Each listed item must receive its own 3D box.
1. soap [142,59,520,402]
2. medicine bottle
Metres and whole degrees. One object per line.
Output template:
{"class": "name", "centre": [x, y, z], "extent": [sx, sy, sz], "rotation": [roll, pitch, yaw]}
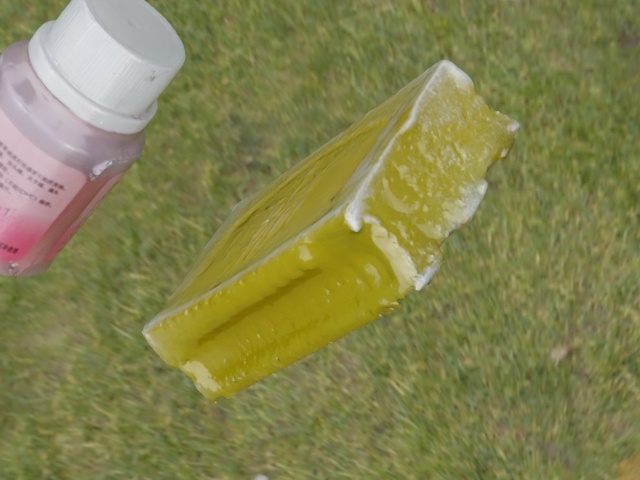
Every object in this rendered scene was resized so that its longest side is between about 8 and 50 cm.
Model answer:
{"class": "soap", "centre": [0.000, 0.000, 1.166], "extent": [0.091, 0.315, 0.199], "rotation": [45, 52, -12]}
{"class": "medicine bottle", "centre": [-0.222, -0.092, 1.227], "extent": [0.147, 0.147, 0.247], "rotation": [50, 116, 15]}
